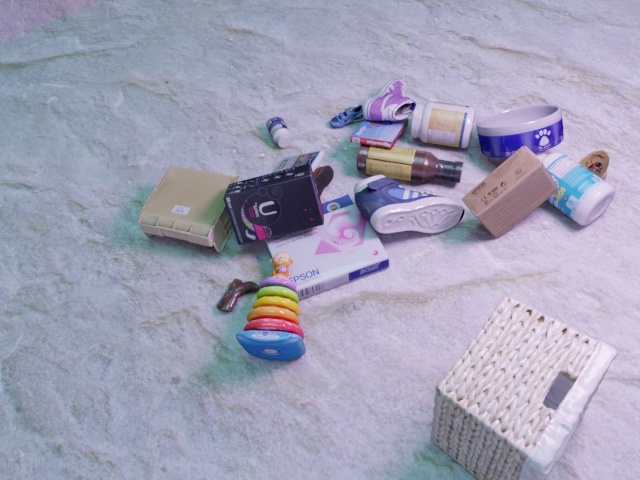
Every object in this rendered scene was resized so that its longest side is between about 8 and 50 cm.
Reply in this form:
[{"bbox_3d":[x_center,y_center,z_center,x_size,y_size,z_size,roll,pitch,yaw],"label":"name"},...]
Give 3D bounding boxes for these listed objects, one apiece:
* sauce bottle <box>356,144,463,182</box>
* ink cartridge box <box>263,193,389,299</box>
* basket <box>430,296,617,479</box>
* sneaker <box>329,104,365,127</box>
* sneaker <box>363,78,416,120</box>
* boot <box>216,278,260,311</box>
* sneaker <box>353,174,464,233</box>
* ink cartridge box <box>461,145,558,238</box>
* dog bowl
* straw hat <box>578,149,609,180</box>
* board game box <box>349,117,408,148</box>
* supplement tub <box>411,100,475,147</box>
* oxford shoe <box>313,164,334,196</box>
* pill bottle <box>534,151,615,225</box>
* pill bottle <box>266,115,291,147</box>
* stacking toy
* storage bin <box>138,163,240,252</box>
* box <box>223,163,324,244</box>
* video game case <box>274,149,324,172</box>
[{"bbox_3d":[0.297,-0.250,1.925,0.345,0.111,0.111,13,55,14],"label":"sauce bottle"},{"bbox_3d":[0.000,0.000,1.793,0.325,0.071,0.330,-20,55,-9],"label":"ink cartridge box"},{"bbox_3d":[0.440,0.364,1.305,0.267,0.331,0.328,31,62,28],"label":"basket"},{"bbox_3d":[0.099,-0.461,2.138,0.144,0.059,0.053,-22,56,-9],"label":"sneaker"},{"bbox_3d":[0.286,-0.498,2.086,0.161,0.102,0.282,11,41,30],"label":"sneaker"},{"bbox_3d":[-0.241,0.170,1.706,0.107,0.037,0.114,8,50,28],"label":"boot"},{"bbox_3d":[0.263,-0.136,1.814,0.323,0.130,0.236,-6,43,-20],"label":"sneaker"},{"bbox_3d":[0.558,-0.136,1.702,0.235,0.193,0.088,-41,53,13],"label":"ink cartridge box"},{"bbox_3d":[0.652,-0.360,1.896,0.265,0.104,0.265,-14,20,5],"label":"dog bowl"},{"bbox_3d":[0.884,-0.215,1.860,0.061,0.145,0.144,34,52,-22],"label":"straw hat"},{"bbox_3d":[0.209,-0.385,2.017,0.145,0.027,0.281,13,31,14],"label":"board game box"},{"bbox_3d":[0.424,-0.404,2.004,0.200,0.144,0.144,12,55,14],"label":"supplement tub"},{"bbox_3d":[-0.041,-0.169,1.933,0.076,0.076,0.212,2,41,47],"label":"oxford shoe"},{"bbox_3d":[0.757,-0.176,1.795,0.146,0.146,0.264,-32,55,-17],"label":"pill bottle"},{"bbox_3d":[-0.149,-0.394,2.108,0.067,0.067,0.120,-20,54,-9],"label":"pill bottle"},{"bbox_3d":[-0.118,0.163,1.595,0.175,0.165,0.301,2,62,7],"label":"stacking toy"},{"bbox_3d":[-0.410,-0.102,1.880,0.263,0.123,0.260,12,56,14],"label":"storage bin"},{"bbox_3d":[-0.138,-0.112,1.767,0.271,0.165,0.143,-14,22,4],"label":"box"},{"bbox_3d":[-0.098,-0.219,1.944,0.184,0.023,0.201,-4,45,42],"label":"video game case"}]
